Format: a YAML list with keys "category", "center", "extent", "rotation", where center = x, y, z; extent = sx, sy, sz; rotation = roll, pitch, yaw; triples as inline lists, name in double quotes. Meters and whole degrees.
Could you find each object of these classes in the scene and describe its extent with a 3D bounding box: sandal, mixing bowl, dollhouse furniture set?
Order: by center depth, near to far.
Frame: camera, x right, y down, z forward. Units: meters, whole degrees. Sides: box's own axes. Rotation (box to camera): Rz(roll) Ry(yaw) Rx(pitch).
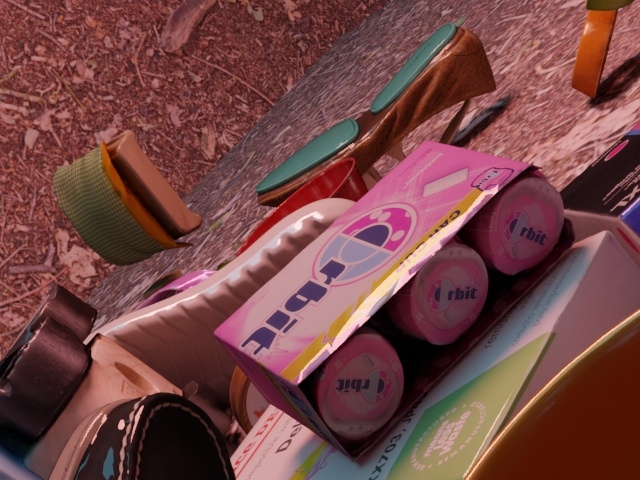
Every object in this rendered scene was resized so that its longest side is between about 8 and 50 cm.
- category: "sandal"
  center: [-0.117, 0.085, 1.370]
  extent: [0.416, 0.169, 0.102]
  rotation: [-29, 38, 3]
- category: "mixing bowl"
  center: [0.000, 0.000, 1.472]
  extent: [0.181, 0.098, 0.181]
  rotation: [-38, 13, 10]
- category: "dollhouse furniture set"
  center: [-0.232, 0.040, 1.558]
  extent: [0.198, 0.301, 0.151]
  rotation: [-23, 19, 48]

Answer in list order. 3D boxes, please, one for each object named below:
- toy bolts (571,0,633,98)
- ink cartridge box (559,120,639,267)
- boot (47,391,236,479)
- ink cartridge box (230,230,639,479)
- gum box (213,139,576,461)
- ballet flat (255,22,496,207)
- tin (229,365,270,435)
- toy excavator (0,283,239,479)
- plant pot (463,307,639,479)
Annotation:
- category: "toy bolts"
  center: [0.362, -0.255, 1.296]
  extent: [0.218, 0.159, 0.228]
  rotation: [91, -162, -48]
- category: "ink cartridge box"
  center: [0.254, -0.053, 0.817]
  extent: [0.176, 0.069, 0.371]
  rotation: [-41, 3, 3]
- category: "boot"
  center: [0.006, 0.184, 0.535]
  extent: [0.284, 0.138, 0.377]
  rotation: [-32, 38, 25]
- category: "ink cartridge box"
  center: [0.041, 0.148, 0.775]
  extent: [0.353, 0.119, 0.207]
  rotation: [-29, 17, 47]
- category: "gum box"
  center: [0.045, 0.024, 0.719]
  extent: [0.188, 0.062, 0.107]
  rotation: [-43, 27, -14]
- category: "ballet flat"
  center: [0.080, -0.122, 1.592]
  extent: [0.342, 0.124, 0.116]
  rotation: [-40, 17, 9]
- category: "tin"
  center: [0.009, 0.101, 1.070]
  extent: [0.190, 0.106, 0.040]
  rotation: [-42, 12, -2]
- category: "toy excavator"
  center: [-0.276, 0.304, 1.105]
  extent: [0.445, 0.222, 0.433]
  rotation: [-54, 11, 2]
- category: "plant pot"
  center: [0.156, 0.124, 0.332]
  extent: [0.205, 0.188, 0.205]
  rotation: [-38, 14, 12]
